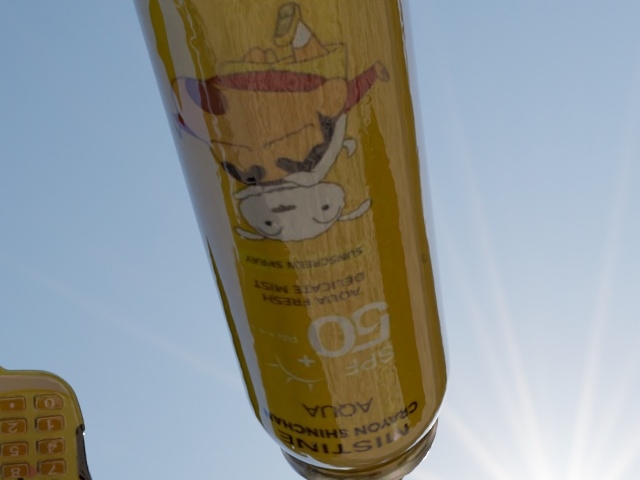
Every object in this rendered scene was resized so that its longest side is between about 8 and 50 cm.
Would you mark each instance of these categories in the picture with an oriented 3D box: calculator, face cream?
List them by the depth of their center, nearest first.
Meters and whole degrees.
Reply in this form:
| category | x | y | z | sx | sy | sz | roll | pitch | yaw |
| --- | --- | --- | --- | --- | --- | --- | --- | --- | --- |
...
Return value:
| category | x | y | z | sx | sy | sz | roll | pitch | yaw |
| --- | --- | --- | --- | --- | --- | --- | --- | --- | --- |
| face cream | 0.000 | 0.000 | 0.603 | 0.105 | 0.105 | 0.349 | -28 | -43 | -17 |
| calculator | -0.269 | 0.208 | 1.134 | 0.157 | 0.033 | 0.237 | -2 | -73 | -10 |
